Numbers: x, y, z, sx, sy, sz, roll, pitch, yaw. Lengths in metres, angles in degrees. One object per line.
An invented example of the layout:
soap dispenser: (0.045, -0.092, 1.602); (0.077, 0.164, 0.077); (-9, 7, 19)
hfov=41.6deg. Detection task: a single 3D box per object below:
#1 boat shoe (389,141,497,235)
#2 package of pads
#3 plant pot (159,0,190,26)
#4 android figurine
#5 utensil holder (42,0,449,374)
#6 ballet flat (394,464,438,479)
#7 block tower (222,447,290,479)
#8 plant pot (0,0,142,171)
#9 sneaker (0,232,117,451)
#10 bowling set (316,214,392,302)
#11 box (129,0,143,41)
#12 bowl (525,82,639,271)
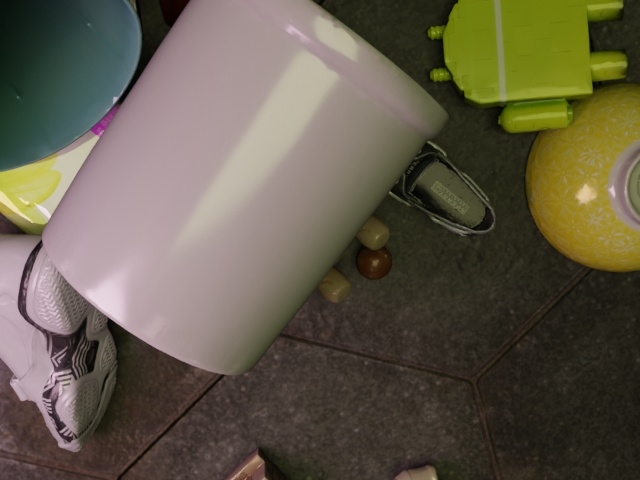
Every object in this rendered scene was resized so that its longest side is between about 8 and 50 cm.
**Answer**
boat shoe: (0.125, -0.104, 1.206); (0.301, 0.102, 0.108); (38, 94, -9)
package of pads: (-0.376, -0.131, 1.168); (0.296, 0.101, 0.229); (39, 94, -8)
plant pot: (-0.116, -0.443, 1.073); (0.267, 0.236, 0.267); (-15, 100, -1)
android figurine: (0.289, -0.277, 1.195); (0.272, 0.056, 0.248); (-5, 89, 10)
utensil holder: (-0.090, -0.083, 0.993); (0.327, 0.327, 0.385); (34, 98, -8)
ballet flat: (0.198, 0.458, 1.312); (0.086, 0.086, 0.248); (-26, 98, 0)
block tower: (-0.013, 0.476, 1.288); (0.091, 0.097, 0.335); (-43, 98, 2)
plant pot: (-0.391, -0.261, 0.967); (0.293, 0.293, 0.235); (-38, 72, 2)
sneaker: (-0.410, 0.131, 1.171); (0.210, 0.137, 0.366); (12, 126, 12)
bowling set: (0.000, 0.000, 1.214); (0.154, 0.200, 0.287); (40, 93, 33)
box: (-0.315, -0.377, 1.168); (0.114, 0.036, 0.207); (-6, 99, -3)
bowl: (0.457, -0.083, 1.207); (0.289, 0.156, 0.290); (-1, 99, -4)
